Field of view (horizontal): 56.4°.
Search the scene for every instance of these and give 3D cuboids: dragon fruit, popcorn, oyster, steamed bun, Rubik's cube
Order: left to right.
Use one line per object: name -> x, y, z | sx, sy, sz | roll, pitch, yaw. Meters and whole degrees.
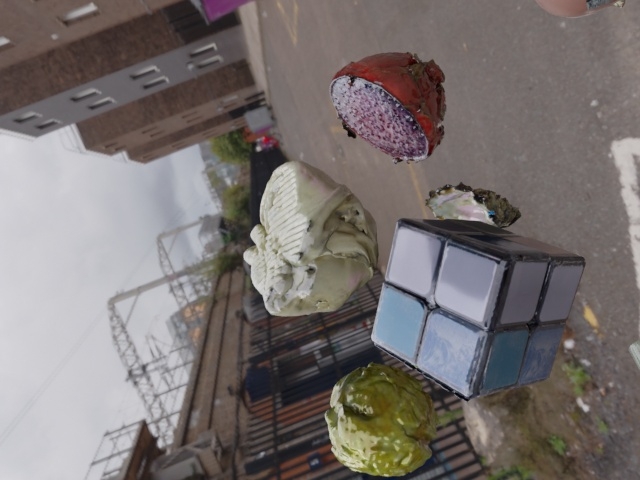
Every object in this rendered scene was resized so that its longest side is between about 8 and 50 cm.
steamed bun -> 0.000, 0.000, 1.142 | 0.268, 0.207, 0.280 | -64, 33, 23
popcorn -> 0.102, 0.305, 1.017 | 0.212, 0.198, 0.198 | 112, 139, -64
dragon fruit -> 0.139, -0.255, 1.046 | 0.218, 0.148, 0.224 | 32, 167, 21
oyster -> 0.412, -0.088, 1.606 | 0.198, 0.260, 0.092 | 103, -172, -72
Rubik's cube -> 0.348, 0.135, 1.344 | 0.316, 0.313, 0.318 | 26, 109, 48

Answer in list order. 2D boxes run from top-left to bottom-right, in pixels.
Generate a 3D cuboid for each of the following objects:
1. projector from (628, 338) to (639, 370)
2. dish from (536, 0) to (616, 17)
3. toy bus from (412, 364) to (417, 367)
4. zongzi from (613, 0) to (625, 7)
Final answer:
projector -> 0.573, 0.147, 0.801 | 0.259, 0.257, 0.079 | 39, -148, -42
dish -> 0.426, -0.440, 0.977 | 0.090, 0.213, 0.213 | 52, -170, -45
toy bus -> 0.248, 0.287, 1.686 | 0.175, 0.088, 0.101 | 36, -145, -31
zongzi -> 0.667, -0.599, 1.469 | 0.194, 0.099, 0.197 | -27, 43, 54
